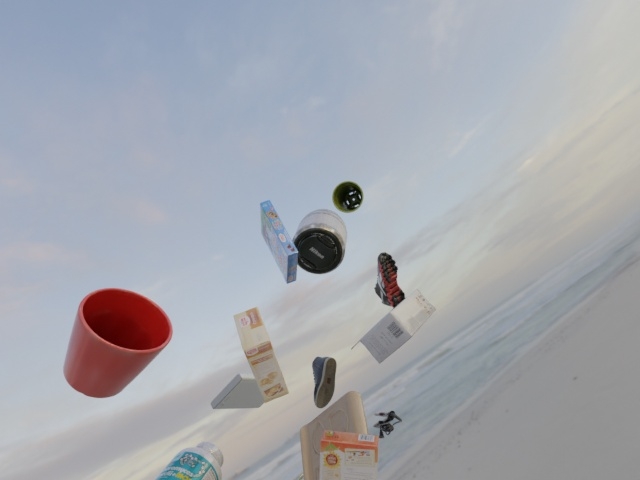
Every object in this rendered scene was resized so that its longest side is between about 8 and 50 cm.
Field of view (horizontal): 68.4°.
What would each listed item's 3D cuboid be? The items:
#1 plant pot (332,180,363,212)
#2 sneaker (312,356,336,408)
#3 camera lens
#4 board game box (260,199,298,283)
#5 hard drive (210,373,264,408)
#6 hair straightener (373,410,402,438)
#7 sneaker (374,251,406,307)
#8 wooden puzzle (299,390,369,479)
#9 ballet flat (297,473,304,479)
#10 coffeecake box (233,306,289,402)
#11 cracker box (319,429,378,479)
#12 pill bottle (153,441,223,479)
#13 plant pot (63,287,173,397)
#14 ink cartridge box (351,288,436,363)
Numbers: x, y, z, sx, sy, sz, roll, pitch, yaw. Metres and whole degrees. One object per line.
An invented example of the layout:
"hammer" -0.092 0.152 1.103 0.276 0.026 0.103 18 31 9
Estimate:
"plant pot" 0.081 -0.113 1.254 0.083 0.083 0.079 -38 -9 13
"sneaker" 0.003 0.631 2.109 0.083 0.221 0.118 25 -20 -28
"camera lens" 0.000 0.000 1.980 0.219 0.219 0.274 -40 12 19
"board game box" -0.129 0.005 1.442 0.039 0.211 0.160 -20 -32 -19
"hard drive" -0.327 0.693 2.156 0.203 0.040 0.308 -47 -35 11
"hair straightener" 0.224 0.619 1.574 0.047 0.088 0.230 13 -24 -8
"sneaker" 0.300 0.187 2.177 0.098 0.275 0.135 -24 11 -35
"wooden puzzle" 0.064 0.750 1.660 0.081 0.321 0.348 22 -51 -30
"ballet flat" -0.067 0.973 1.805 0.139 0.139 0.400 -44 -18 29
"coffeecake box" -0.148 0.284 1.175 0.068 0.142 0.185 -20 -58 -10
"cracker box" 0.078 0.649 1.287 0.156 0.232 0.067 3 5 9
"pill bottle" -0.347 0.631 1.193 0.146 0.146 0.264 -40 0 20
"plant pot" -0.625 0.317 1.412 0.243 0.275 0.275 -54 -24 19
"ink cartridge box" 0.308 0.372 1.981 0.271 0.130 0.310 -49 -14 31
